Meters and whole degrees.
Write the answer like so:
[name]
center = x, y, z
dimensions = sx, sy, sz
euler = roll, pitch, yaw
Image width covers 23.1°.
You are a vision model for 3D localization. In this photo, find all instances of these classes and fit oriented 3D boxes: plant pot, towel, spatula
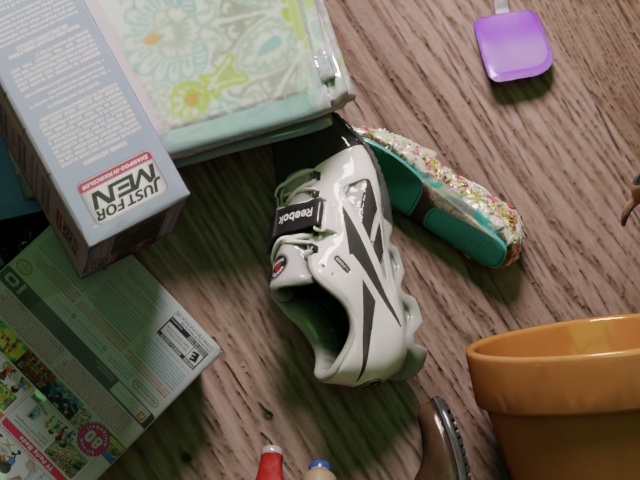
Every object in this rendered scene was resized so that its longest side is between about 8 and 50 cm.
[plant pot]
center = 0.306, 0.193, 1.613
dimensions = 0.290, 0.291, 0.204
euler = -8, 93, -7
[towel]
center = -0.178, -0.237, 1.675
dimensions = 0.374, 0.090, 0.321
euler = -15, 85, 0
[spatula]
center = 0.206, -0.324, 1.845
dimensions = 0.084, 0.030, 0.297
euler = -10, 76, -8

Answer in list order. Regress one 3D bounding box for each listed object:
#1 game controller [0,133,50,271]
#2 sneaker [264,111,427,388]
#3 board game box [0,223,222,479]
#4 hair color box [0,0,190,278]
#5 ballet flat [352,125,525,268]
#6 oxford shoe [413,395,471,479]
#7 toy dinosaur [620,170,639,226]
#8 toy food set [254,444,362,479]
[game controller]
center = -0.340, -0.107, 1.728
dimensions = 0.166, 0.067, 0.319
euler = -15, 78, -8
[sneaker]
center = 0.000, 0.000, 1.675
dimensions = 0.146, 0.122, 0.331
euler = -8, 71, -44
[board game box]
center = -0.286, 0.145, 1.606
dimensions = 0.224, 0.097, 0.303
euler = 47, 66, -5
[hair color box]
center = -0.271, -0.162, 1.527
dimensions = 0.113, 0.185, 0.374
euler = -28, 86, -14
[ballet flat]
center = 0.128, -0.056, 1.756
dimensions = 0.241, 0.091, 0.077
euler = 38, 46, 1
[oxford shoe]
center = 0.113, 0.278, 1.661
dimensions = 0.096, 0.083, 0.227
euler = -2, 75, -1
[toy dinosaur]
center = 0.461, 0.027, 1.736
dimensions = 0.200, 0.127, 0.296
euler = -27, 92, -3
[toy food set]
center = -0.062, 0.283, 1.639
dimensions = 0.232, 0.111, 0.104
euler = -2, 45, 5
